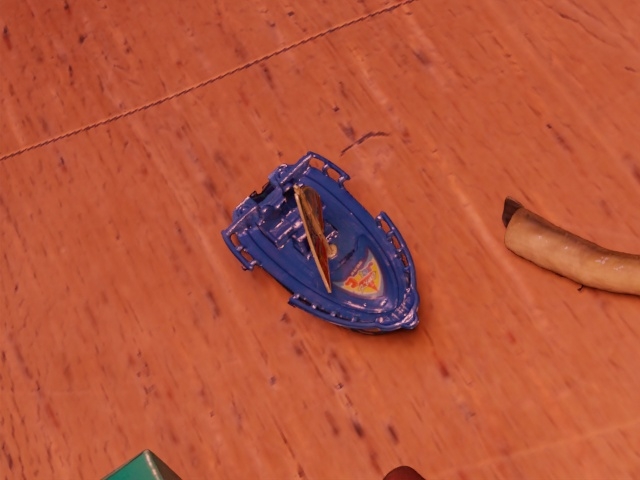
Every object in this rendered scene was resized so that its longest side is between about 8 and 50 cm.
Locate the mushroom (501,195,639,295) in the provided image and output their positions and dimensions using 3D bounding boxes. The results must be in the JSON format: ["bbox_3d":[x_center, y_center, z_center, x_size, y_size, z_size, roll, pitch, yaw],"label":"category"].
[{"bbox_3d":[0.175,0.006,1.084,0.187,0.061,0.060,14,71,37],"label":"mushroom"}]

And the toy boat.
[{"bbox_3d":[0.000,0.000,1.138,0.091,0.110,0.175,-44,52,-6],"label":"toy boat"}]

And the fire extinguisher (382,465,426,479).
[{"bbox_3d":[0.089,0.188,1.016,0.049,0.035,0.173,-43,47,-10],"label":"fire extinguisher"}]

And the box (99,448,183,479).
[{"bbox_3d":[-0.049,0.248,0.966,0.092,0.153,0.245,-35,51,0],"label":"box"}]
